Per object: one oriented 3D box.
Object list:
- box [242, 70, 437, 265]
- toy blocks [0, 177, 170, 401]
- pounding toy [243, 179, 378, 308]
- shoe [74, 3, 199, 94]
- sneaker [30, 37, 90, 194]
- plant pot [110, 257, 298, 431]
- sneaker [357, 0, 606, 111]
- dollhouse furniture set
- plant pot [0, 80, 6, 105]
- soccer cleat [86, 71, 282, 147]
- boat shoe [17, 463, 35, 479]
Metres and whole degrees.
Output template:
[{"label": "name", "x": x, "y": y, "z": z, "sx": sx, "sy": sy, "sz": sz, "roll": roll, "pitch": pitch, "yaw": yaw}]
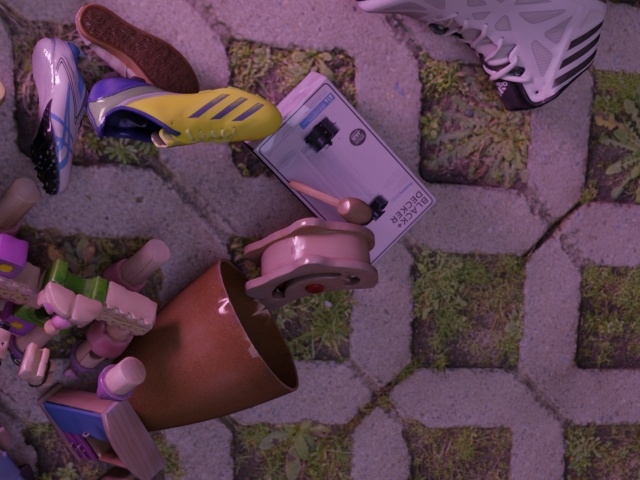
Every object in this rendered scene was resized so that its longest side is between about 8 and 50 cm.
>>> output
[{"label": "box", "x": 0.035, "y": -0.113, "z": 1.620, "sx": 0.169, "sy": 0.087, "sz": 0.290, "roll": -44, "pitch": 113, "yaw": -1}, {"label": "toy blocks", "x": -0.415, "y": 0.125, "z": 1.456, "sx": 0.289, "sy": 0.309, "sz": 0.260, "roll": 28, "pitch": 135, "yaw": -29}, {"label": "pounding toy", "x": 0.000, "y": 0.000, "z": 1.569, "sx": 0.154, "sy": 0.269, "sz": 0.154, "roll": 20, "pitch": 57, "yaw": -42}, {"label": "shoe", "x": -0.276, "y": -0.278, "z": 1.496, "sx": 0.219, "sy": 0.058, "sz": 0.076, "roll": 36, "pitch": 71, "yaw": -27}, {"label": "sneaker", "x": -0.368, "y": -0.179, "z": 1.431, "sx": 0.086, "sy": 0.085, "sz": 0.237, "roll": 7, "pitch": 72, "yaw": -35}, {"label": "plant pot", "x": -0.201, "y": 0.193, "z": 1.576, "sx": 0.254, "sy": 0.237, "sz": 0.237, "roll": -31, "pitch": 113, "yaw": 8}, {"label": "sneaker", "x": 0.269, "y": -0.326, "z": 1.591, "sx": 0.448, "sy": 0.169, "sz": 0.257, "roll": -7, "pitch": 105, "yaw": -18}, {"label": "dollhouse furniture set", "x": -0.400, "y": 0.408, "z": 1.499, "sx": 0.303, "sy": 0.198, "sz": 0.286, "roll": -43, "pitch": 118, "yaw": -35}, {"label": "plant pot", "x": -0.579, "y": -0.098, "z": 1.352, "sx": 0.276, "sy": 0.276, "sz": 0.253, "roll": 4, "pitch": 115, "yaw": -19}, {"label": "soccer cleat", "x": -0.196, "y": -0.170, "z": 1.456, "sx": 0.289, "sy": 0.121, "sz": 0.093, "roll": 5, "pitch": 138, "yaw": -19}, {"label": "boat shoe", "x": -0.613, "y": 0.418, "z": 1.560, "sx": 0.335, "sy": 0.112, "sz": 0.095, "roll": -4, "pitch": 89, "yaw": -23}]
